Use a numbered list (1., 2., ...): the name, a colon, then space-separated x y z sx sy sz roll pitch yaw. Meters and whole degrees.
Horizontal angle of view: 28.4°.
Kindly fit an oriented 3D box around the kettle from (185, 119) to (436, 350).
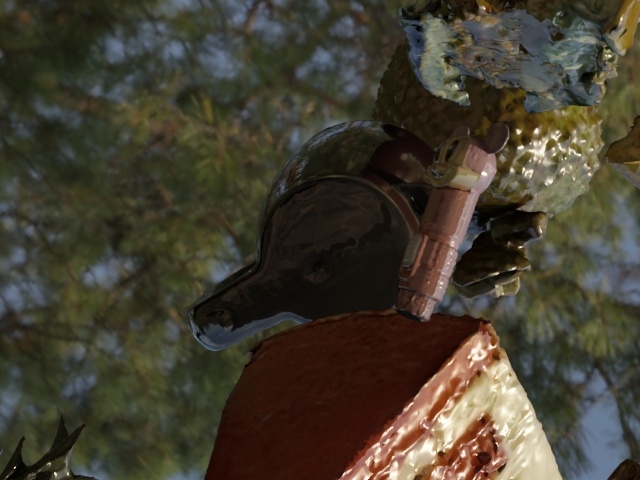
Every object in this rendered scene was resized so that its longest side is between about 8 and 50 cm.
1. kettle: 0.000 0.000 0.902 0.202 0.144 0.232 -24 -176 11

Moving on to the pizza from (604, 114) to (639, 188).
1. pizza: 0.423 -0.085 1.102 0.336 0.226 0.086 7 -128 8

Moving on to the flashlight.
1. flashlight: 0.063 -0.012 0.653 0.052 0.031 0.110 4 -110 59

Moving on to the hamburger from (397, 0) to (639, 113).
1. hamburger: 0.165 -0.205 0.955 0.168 0.288 0.192 20 -94 9

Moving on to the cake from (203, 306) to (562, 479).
1. cake: 0.039 0.161 0.652 0.160 0.158 0.262 -20 -153 19

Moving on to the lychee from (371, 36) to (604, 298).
1. lychee: 0.178 -0.111 1.400 0.270 0.270 0.320 -36 -117 -7

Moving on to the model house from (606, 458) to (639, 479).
1. model house: 0.349 0.290 1.114 0.219 0.199 0.229 -57 -164 -21

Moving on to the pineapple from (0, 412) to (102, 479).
1. pineapple: -0.304 0.238 1.051 0.277 0.130 0.119 -15 -155 -42
